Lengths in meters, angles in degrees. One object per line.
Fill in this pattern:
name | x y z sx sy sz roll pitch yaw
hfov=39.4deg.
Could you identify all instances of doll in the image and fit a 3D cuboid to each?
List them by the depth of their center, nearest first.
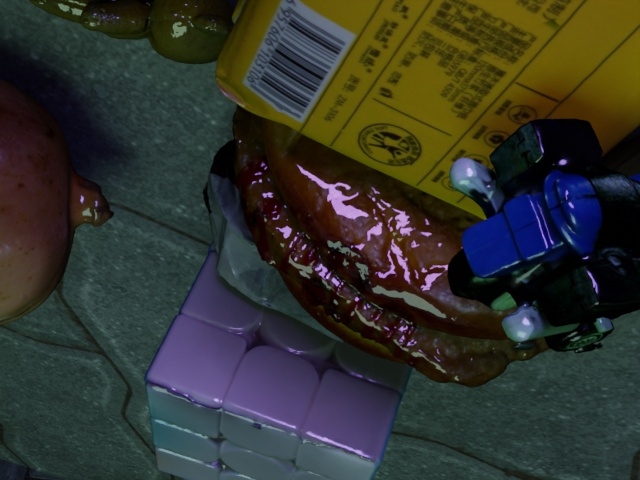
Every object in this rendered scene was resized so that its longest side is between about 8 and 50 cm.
doll | -0.176 -0.233 0.865 0.209 0.137 0.097 16 104 3

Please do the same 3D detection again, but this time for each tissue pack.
tissue pack | 0.126 -0.217 0.587 0.293 0.228 0.382 25 148 -9

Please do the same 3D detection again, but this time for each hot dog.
hot dog | 0.072 -0.013 0.834 0.405 0.223 0.185 41 168 1

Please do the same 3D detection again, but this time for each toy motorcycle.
toy motorcycle | 0.239 -0.006 0.621 0.331 0.125 0.196 0 154 -36

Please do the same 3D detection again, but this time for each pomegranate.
pomegranate | -0.422 -0.047 1.095 0.338 0.338 0.338 15 146 10

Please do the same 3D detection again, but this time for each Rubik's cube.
Rubik's cube | -0.038 0.169 1.177 0.291 0.291 0.290 18 146 4

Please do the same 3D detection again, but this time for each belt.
belt | 0.000 0.000 1.019 0.289 0.184 0.164 26 152 3

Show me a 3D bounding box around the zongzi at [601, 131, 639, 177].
zongzi | 0.326 -0.100 0.738 0.260 0.123 0.289 1 141 34
